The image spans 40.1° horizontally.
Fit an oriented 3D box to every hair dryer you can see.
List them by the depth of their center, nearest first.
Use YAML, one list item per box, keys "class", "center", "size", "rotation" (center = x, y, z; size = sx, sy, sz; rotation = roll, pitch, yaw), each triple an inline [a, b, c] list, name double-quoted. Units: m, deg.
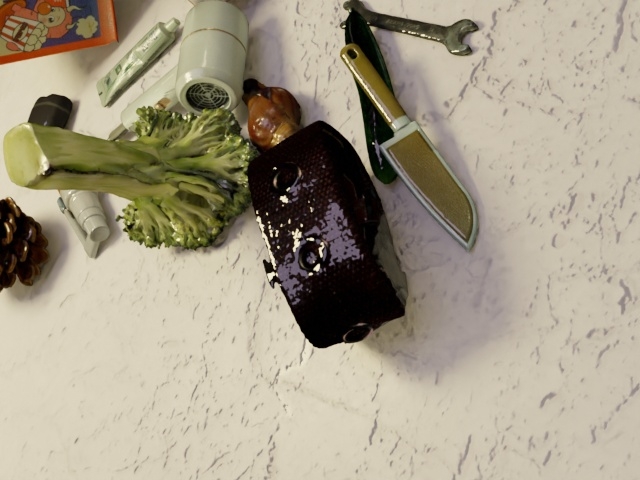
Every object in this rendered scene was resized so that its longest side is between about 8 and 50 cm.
- class: "hair dryer"
  center: [-0.257, -0.235, 1.460]
  size: [0.357, 0.107, 0.173]
  rotation: [-30, 43, 38]

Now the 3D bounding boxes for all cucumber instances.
- class: "cucumber"
  center: [0.074, -0.205, 1.223]
  size: [0.056, 0.056, 0.284]
  rotation: [-23, 63, 28]

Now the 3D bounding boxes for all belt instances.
- class: "belt"
  center: [0.000, 0.000, 1.103]
  size: [0.164, 0.184, 0.289]
  rotation: [-27, 56, 15]

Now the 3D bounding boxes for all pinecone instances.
- class: "pinecone"
  center: [-0.593, -0.001, 1.531]
  size: [0.185, 0.212, 0.169]
  rotation: [-25, 57, 38]

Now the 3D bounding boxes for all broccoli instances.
- class: "broccoli"
  center: [-0.279, -0.096, 1.250]
  size: [0.252, 0.361, 0.221]
  rotation: [7, 93, 57]

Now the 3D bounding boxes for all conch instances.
- class: "conch"
  center: [-0.074, -0.187, 1.306]
  size: [0.086, 0.080, 0.233]
  rotation: [-26, 57, 11]

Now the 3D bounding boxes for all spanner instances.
- class: "spanner"
  center: [0.119, -0.308, 1.254]
  size: [0.254, 0.015, 0.054]
  rotation: [25, 89, 41]

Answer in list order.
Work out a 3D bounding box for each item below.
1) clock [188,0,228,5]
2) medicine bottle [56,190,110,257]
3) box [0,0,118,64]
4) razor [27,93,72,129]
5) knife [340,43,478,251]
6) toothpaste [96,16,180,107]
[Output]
- class: "clock"
  center: [-0.168, -0.570, 1.479]
  size: [0.326, 0.184, 0.342]
  rotation: [-48, 56, 5]
- class: "medicine bottle"
  center: [-0.427, -0.068, 1.540]
  size: [0.221, 0.061, 0.092]
  rotation: [54, 130, 38]
- class: "box"
  center: [-0.552, -0.556, 1.592]
  size: [0.318, 0.256, 0.349]
  rotation: [49, 148, 39]
- class: "razor"
  center: [-0.526, -0.205, 1.668]
  size: [0.090, 0.054, 0.148]
  rotation: [-4, 68, 40]
- class: "knife"
  center: [0.109, -0.125, 1.142]
  size: [0.061, 0.027, 0.343]
  rotation: [-32, 67, -3]
- class: "toothpaste"
  center: [-0.332, -0.328, 1.588]
  size: [0.218, 0.041, 0.064]
  rotation: [-37, 59, 23]
